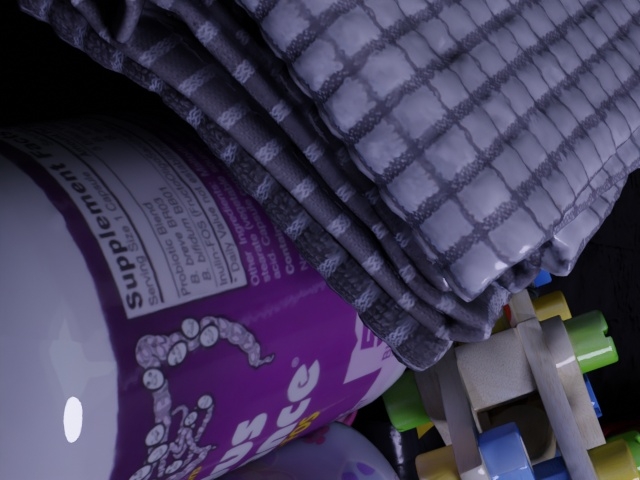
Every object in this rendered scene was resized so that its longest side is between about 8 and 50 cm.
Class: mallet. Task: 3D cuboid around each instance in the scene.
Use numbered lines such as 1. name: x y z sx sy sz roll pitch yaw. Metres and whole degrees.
1. mallet: 0.088 0.122 0.871 0.189 0.039 0.062 -18 107 -52

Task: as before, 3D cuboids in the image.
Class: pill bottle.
1. pill bottle: -0.101 0.034 0.519 0.301 0.169 0.169 -17 107 -48

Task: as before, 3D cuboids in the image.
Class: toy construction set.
1. toy construction set: 0.100 0.030 0.729 0.215 0.151 0.328 57 29 -54

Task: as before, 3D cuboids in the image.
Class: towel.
1. towel: 0.034 -0.099 0.534 0.235 0.121 0.283 49 39 -2

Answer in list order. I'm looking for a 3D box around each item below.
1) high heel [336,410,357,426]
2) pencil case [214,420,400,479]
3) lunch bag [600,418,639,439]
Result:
1. high heel: 0.000 0.000 0.743 0.082 0.117 0.244 3 69 -17
2. pencil case: -0.080 0.172 0.567 0.273 0.124 0.113 -18 99 -37
3. lunch bag: 0.286 0.300 1.065 0.258 0.120 0.293 5 91 -50
